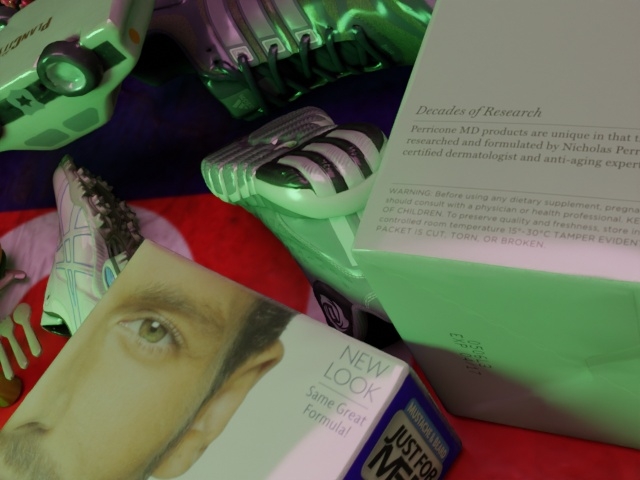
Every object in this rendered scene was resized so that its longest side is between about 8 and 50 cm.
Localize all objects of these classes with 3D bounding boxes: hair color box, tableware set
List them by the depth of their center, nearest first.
[{"bbox_3d":[-0.102,0.183,0.484,0.185,0.110,0.339,22,68,34],"label":"hair color box"},{"bbox_3d":[-0.240,0.059,0.679,0.104,0.024,0.154,-40,53,3],"label":"tableware set"}]

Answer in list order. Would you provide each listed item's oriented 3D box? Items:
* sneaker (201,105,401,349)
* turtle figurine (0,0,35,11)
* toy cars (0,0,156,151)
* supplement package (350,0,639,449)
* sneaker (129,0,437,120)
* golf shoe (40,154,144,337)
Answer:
[{"bbox_3d":[0.000,0.000,0.576,0.086,0.132,0.228,-27,15,-6],"label":"sneaker"},{"bbox_3d":[-0.271,-0.123,0.760,0.175,0.118,0.234,35,82,36],"label":"turtle figurine"},{"bbox_3d":[-0.231,-0.027,0.639,0.394,0.087,0.176,-48,38,2],"label":"toy cars"},{"bbox_3d":[0.159,-0.066,0.489,0.175,0.177,0.293,6,62,26],"label":"supplement package"},{"bbox_3d":[-0.013,-0.133,0.669,0.300,0.111,0.121,15,76,37],"label":"sneaker"},{"bbox_3d":[-0.155,0.017,0.644,0.086,0.069,0.176,-37,49,7],"label":"golf shoe"}]
